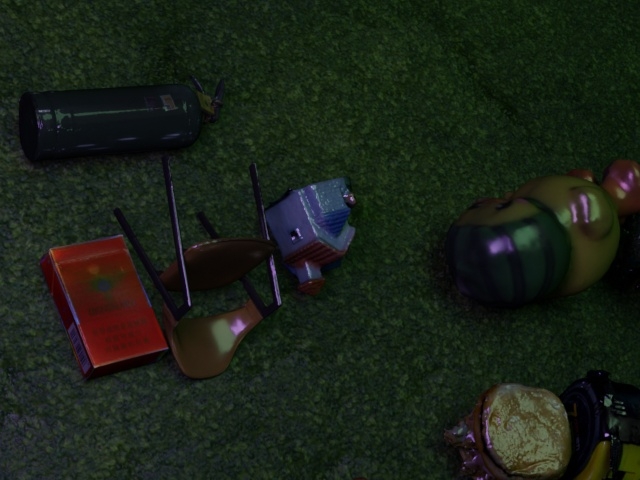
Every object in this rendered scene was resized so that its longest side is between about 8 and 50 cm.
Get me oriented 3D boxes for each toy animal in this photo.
[{"bbox_3d":[0.347,0.002,1.955,0.338,0.216,0.191,-23,101,-34],"label":"toy animal"}]

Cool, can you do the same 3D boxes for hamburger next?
[{"bbox_3d":[0.259,0.284,1.780,0.185,0.131,0.159,11,66,-15],"label":"hamburger"}]

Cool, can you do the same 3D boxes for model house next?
[{"bbox_3d":[0.000,0.000,1.807,0.119,0.148,0.149,-10,80,-38],"label":"model house"}]

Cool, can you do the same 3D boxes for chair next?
[{"bbox_3d":[-0.150,0.035,1.679,0.158,0.172,0.247,1,57,-44],"label":"chair"}]

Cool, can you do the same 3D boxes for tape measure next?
[{"bbox_3d":[0.403,0.291,1.812,0.112,0.186,0.199,10,57,-14],"label":"tape measure"}]

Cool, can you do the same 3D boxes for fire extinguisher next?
[{"bbox_3d":[-0.266,-0.177,1.782,0.311,0.095,0.114,-6,74,-32],"label":"fire extinguisher"}]

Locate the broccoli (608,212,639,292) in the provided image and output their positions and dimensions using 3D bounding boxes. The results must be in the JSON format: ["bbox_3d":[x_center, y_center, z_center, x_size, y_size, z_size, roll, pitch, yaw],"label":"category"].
[{"bbox_3d":[0.616,0.011,2.081,0.297,0.297,0.297,-30,106,-38],"label":"broccoli"}]

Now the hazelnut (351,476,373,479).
[{"bbox_3d":[0.051,0.376,1.588,0.150,0.150,0.150,14,56,-21],"label":"hazelnut"}]

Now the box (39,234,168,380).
[{"bbox_3d":[-0.283,0.086,1.646,0.112,0.048,0.175,-12,69,-33],"label":"box"}]
